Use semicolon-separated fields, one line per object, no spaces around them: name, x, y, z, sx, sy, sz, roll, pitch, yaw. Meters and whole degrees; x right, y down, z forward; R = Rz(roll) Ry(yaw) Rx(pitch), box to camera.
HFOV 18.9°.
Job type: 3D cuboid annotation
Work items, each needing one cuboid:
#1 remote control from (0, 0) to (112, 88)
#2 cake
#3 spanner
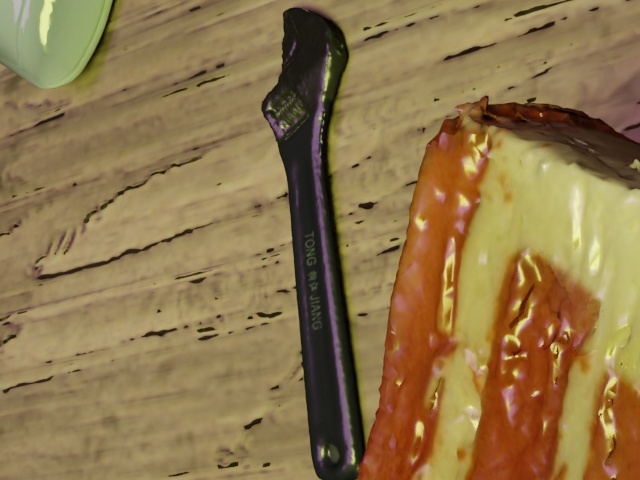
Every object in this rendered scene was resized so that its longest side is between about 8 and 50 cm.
remote control;-0.117;-0.224;0.932;0.103;0.051;0.293;32;108;43
cake;0.072;0.088;0.555;0.158;0.159;0.262;26;76;44
spanner;0.000;0.000;0.818;0.046;0.012;0.209;-15;76;43
